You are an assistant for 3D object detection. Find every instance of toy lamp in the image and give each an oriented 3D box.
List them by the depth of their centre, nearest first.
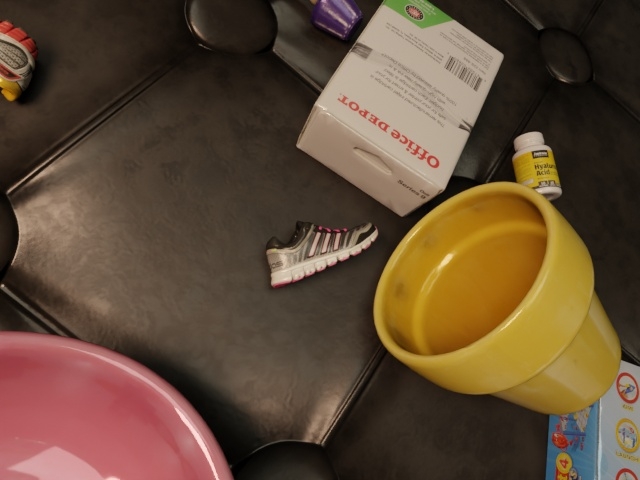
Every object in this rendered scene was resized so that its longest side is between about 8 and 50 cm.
[{"bbox_3d":[-0.046,-0.438,0.688,0.275,0.080,0.080,43,66,0],"label":"toy lamp"}]

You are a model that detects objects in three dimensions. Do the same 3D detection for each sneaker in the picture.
[{"bbox_3d":[-0.462,-0.215,0.479,0.225,0.088,0.092,1,75,-17],"label":"sneaker"},{"bbox_3d":[0.000,0.000,0.573,0.170,0.063,0.074,-23,88,-18],"label":"sneaker"}]

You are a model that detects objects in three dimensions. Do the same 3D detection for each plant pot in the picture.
[{"bbox_3d":[0.239,0.094,0.536,0.239,0.254,0.254,36,66,-21],"label":"plant pot"}]

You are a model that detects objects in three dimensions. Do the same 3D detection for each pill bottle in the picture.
[{"bbox_3d":[0.374,-0.126,0.732,0.065,0.065,0.116,1,73,-18],"label":"pill bottle"}]

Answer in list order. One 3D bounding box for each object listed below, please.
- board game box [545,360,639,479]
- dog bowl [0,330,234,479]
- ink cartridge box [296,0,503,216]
[{"bbox_3d":[0.483,0.355,0.608,0.308,0.086,0.301,21,68,-11],"label":"board game box"},{"bbox_3d":[-0.226,0.239,0.268,0.408,0.150,0.408,28,32,-20],"label":"dog bowl"},{"bbox_3d":[0.125,-0.216,0.648,0.211,0.121,0.289,33,67,-6],"label":"ink cartridge box"}]
